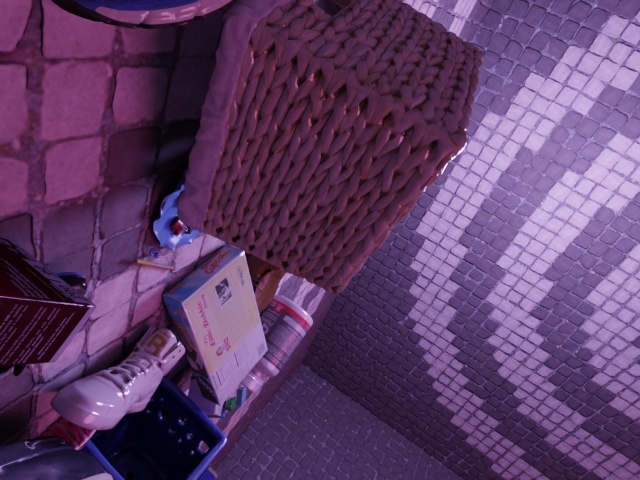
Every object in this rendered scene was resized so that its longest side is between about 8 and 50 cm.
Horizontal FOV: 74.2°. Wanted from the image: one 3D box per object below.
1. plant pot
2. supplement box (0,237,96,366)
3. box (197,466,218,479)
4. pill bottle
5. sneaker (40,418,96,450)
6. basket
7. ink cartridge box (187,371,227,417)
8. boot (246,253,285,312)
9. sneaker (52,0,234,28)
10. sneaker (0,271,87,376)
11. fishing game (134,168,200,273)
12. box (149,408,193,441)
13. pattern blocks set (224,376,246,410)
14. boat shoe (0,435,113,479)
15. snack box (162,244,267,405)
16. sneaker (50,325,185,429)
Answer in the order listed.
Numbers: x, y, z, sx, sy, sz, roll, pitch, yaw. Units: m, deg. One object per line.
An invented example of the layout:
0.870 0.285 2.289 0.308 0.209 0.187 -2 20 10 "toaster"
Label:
-0.382 0.472 0.902 0.212 0.236 0.236 -56 169 25 "plant pot"
-0.310 0.036 0.327 0.073 0.130 0.239 -56 168 -7 "supplement box"
-0.314 0.588 0.897 0.136 0.036 0.225 -46 174 4 "box"
-0.183 0.364 1.491 0.318 0.176 0.176 -53 167 -21 "pill bottle"
-0.460 0.372 0.731 0.170 0.063 0.074 -44 162 -29 "sneaker"
0.015 -0.153 0.603 0.331 0.267 0.328 -56 -176 45 "basket"
-0.288 0.365 1.125 0.139 0.082 0.190 94 -3 -63 "ink cartridge box"
-0.145 0.085 1.049 0.115 0.113 0.305 -62 171 -51 "boot"
-0.103 -0.306 0.367 0.330 0.130 0.147 -47 142 -18 "sneaker"
-0.347 0.109 0.483 0.188 0.078 0.067 -48 164 -39 "sneaker"
-0.203 -0.058 0.716 0.264 0.041 0.189 -56 170 -8 "fishing game"
-0.425 0.539 1.168 0.184 0.103 0.261 -56 168 -23 "box"
-0.227 0.303 1.190 0.285 0.026 0.324 80 14 -71 "pattern blocks set"
-0.454 0.321 0.445 0.186 0.156 0.500 -53 156 3 "boat shoe"
-0.219 0.193 0.948 0.187 0.060 0.321 -46 140 -44 "snack box"
-0.340 0.225 0.757 0.169 0.108 0.292 -56 177 -12 "sneaker"
